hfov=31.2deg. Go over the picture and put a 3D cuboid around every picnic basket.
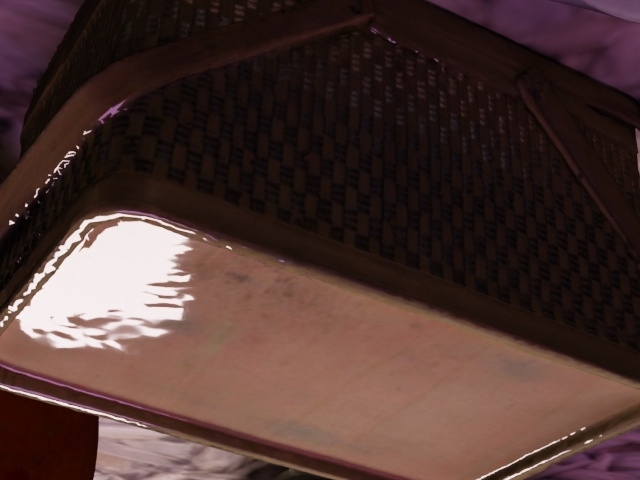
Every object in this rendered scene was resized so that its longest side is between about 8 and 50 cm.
[{"bbox_3d":[0.000,0.000,0.469,0.267,0.139,0.165,19,144,-24],"label":"picnic basket"}]

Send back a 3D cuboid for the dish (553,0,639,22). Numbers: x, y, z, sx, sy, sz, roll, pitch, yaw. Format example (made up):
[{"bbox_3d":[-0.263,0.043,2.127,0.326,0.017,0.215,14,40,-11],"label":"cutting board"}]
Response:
[{"bbox_3d":[0.112,-0.117,0.342,0.191,0.066,0.190,2,148,2],"label":"dish"}]

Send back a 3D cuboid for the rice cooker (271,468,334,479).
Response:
[{"bbox_3d":[0.029,0.311,0.834,0.317,0.316,0.264,2,137,1],"label":"rice cooker"}]

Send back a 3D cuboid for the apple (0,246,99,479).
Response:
[{"bbox_3d":[-0.219,0.081,0.559,0.230,0.230,0.230,2,148,1],"label":"apple"}]
